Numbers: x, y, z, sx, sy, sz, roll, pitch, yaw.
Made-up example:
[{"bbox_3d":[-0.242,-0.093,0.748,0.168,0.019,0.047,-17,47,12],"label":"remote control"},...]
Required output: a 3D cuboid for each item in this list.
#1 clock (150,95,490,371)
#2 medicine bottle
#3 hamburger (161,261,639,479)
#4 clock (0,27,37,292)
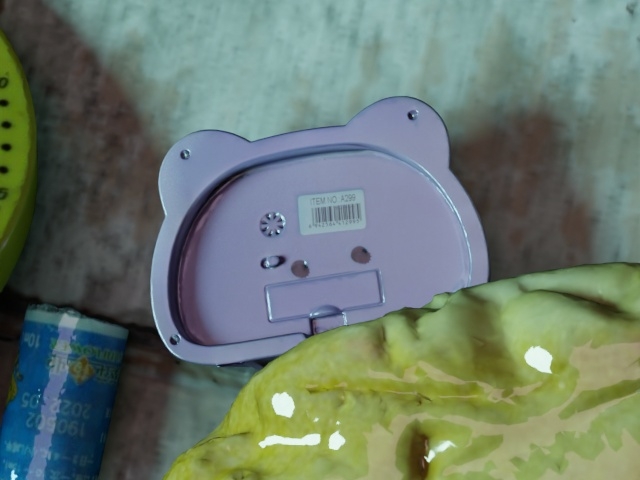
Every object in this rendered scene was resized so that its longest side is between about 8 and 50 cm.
[{"bbox_3d":[0.000,0.000,0.711,0.153,0.050,0.110,-9,80,9],"label":"clock"},{"bbox_3d":[-0.131,0.126,0.716,0.051,0.051,0.191,9,82,12],"label":"medicine bottle"},{"bbox_3d":[0.107,0.107,0.619,0.330,0.162,0.209,9,80,14],"label":"hamburger"},{"bbox_3d":[-0.267,-0.042,0.690,0.277,0.071,0.293,7,54,-6],"label":"clock"}]
